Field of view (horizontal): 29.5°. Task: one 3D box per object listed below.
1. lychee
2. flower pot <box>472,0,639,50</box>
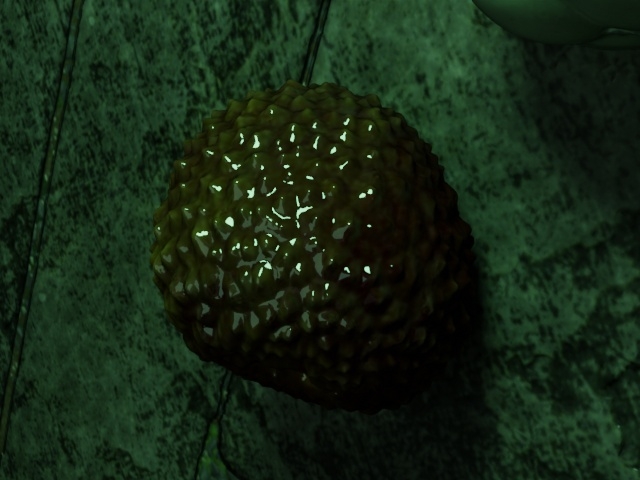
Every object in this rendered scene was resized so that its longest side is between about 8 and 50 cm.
[{"bbox_3d":[0.000,0.000,0.974,0.267,0.267,0.268,11,106,42],"label":"lychee"},{"bbox_3d":[0.173,-0.242,0.757,0.195,0.246,0.246,24,117,10],"label":"flower pot"}]
